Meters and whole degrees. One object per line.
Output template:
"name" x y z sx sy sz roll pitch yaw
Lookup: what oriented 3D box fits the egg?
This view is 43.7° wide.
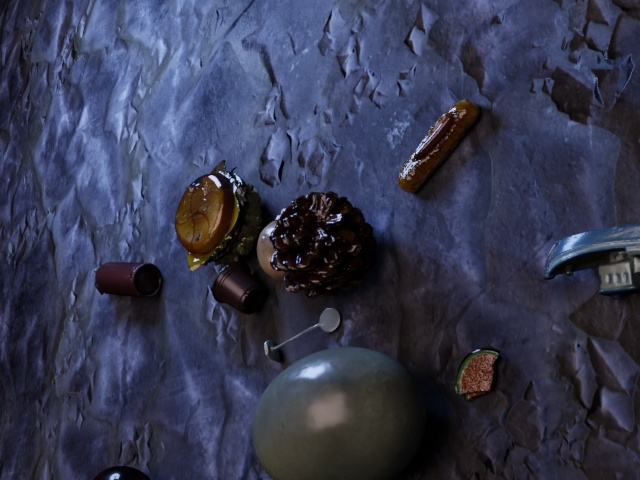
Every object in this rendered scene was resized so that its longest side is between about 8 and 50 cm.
"egg" 0.029 0.320 1.397 0.352 0.258 0.259 -25 60 36

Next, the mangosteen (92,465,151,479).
"mangosteen" -0.475 0.636 1.906 0.199 0.199 0.200 -17 65 42

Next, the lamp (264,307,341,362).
"lamp" -0.031 0.200 1.676 0.198 0.056 0.050 -28 57 25

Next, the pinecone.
"pinecone" 0.000 0.000 1.568 0.221 0.221 0.222 -17 65 42

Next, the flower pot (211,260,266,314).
"flower pot" -0.177 0.116 1.803 0.089 0.111 0.111 37 105 35

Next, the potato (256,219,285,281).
"potato" -0.078 0.019 1.724 0.112 0.112 0.147 -35 63 34

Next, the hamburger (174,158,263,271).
"hamburger" -0.240 -0.054 1.889 0.243 0.138 0.262 -44 50 26

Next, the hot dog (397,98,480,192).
"hot dog" 0.217 -0.183 1.520 0.216 0.047 0.066 -49 45 24

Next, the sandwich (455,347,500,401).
"sandwich" 0.267 0.227 1.352 0.069 0.026 0.101 14 91 43

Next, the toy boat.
"toy boat" 0.433 0.036 1.193 0.215 0.088 0.102 -11 73 43

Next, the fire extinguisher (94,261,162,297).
"fire extinguisher" -0.544 0.110 2.195 0.268 0.104 0.105 -1 76 46
